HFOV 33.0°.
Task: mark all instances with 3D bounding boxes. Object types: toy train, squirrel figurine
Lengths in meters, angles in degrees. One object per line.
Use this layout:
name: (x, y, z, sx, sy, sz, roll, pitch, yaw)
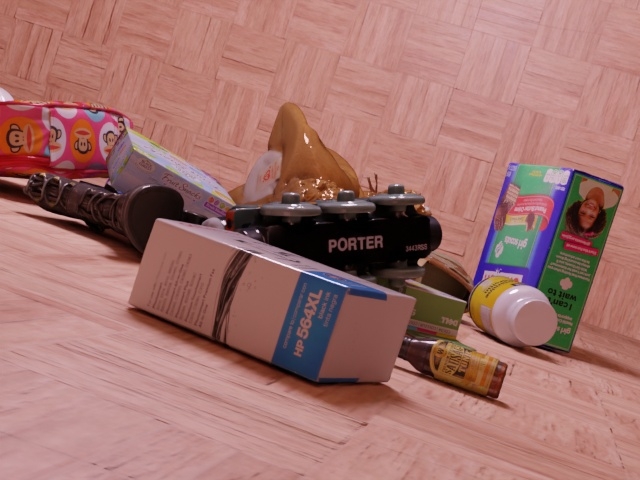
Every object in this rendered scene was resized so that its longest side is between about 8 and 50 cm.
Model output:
toy train: (0.000, 0.000, 1.440, 0.334, 0.142, 0.190, -6, 7, -37)
squirrel figurine: (0.050, -0.033, 2.098, 0.370, 0.281, 0.397, 29, 8, -32)

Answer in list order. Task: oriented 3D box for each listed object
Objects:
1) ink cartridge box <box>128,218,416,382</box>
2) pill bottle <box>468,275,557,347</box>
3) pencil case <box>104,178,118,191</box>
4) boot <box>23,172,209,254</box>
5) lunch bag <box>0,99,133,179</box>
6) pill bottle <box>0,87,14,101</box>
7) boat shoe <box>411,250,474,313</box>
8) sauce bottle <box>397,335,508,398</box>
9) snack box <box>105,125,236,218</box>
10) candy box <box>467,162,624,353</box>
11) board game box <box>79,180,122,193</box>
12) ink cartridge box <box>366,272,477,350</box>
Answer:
ink cartridge box: (-0.042, 0.053, 0.955, 0.203, 0.085, 0.148, 20, 4, 27)
pill bottle: (0.320, 0.120, 1.787, 0.103, 0.103, 0.184, 17, 2, -13)
pencil case: (-0.280, -0.069, 1.882, 0.206, 0.088, 0.086, 16, 5, -43)
boot: (-0.280, -0.039, 1.392, 0.229, 0.091, 0.263, 17, -7, 14)
lunch bag: (-0.464, -0.156, 1.687, 0.258, 0.120, 0.293, 3, 2, 26)
pill bottle: (-0.693, -0.244, 1.973, 0.160, 0.160, 0.283, 19, 2, 21)
boat shoe: (0.137, 0.051, 1.868, 0.324, 0.122, 0.120, 15, 13, -24)
sauce bottle: (0.125, 0.124, 1.103, 0.128, 0.042, 0.042, 16, 2, 11)
snack box: (-0.223, -0.085, 1.593, 0.174, 0.070, 0.207, 30, 7, -20)
candy box: (0.405, 0.025, 2.011, 0.122, 0.317, 0.268, 15, 2, -16)
board game box: (-0.268, -0.036, 1.716, 0.210, 0.047, 0.160, 17, 2, -33)
ink cartridge box: (0.131, 0.092, 1.535, 0.109, 0.062, 0.209, 16, 3, -29)
